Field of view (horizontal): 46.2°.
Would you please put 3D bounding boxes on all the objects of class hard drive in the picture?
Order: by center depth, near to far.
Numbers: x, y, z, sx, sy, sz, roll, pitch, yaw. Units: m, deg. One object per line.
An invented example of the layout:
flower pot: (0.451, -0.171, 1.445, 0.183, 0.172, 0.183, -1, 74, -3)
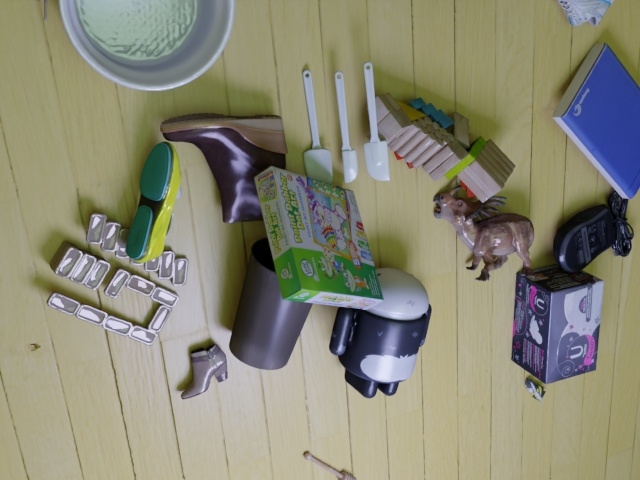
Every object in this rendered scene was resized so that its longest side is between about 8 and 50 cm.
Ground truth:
hard drive: (0.685, -0.273, 1.749, 0.319, 0.040, 0.210, 38, 79, -30)

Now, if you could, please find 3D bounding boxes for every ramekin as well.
ramekin: (-0.291, -0.394, 1.237, 0.277, 0.135, 0.277, -8, 111, -21)

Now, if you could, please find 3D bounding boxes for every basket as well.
basket: (-0.092, 0.130, 1.502, 0.154, 0.204, 0.226, 23, 111, 9)

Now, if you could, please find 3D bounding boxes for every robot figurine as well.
robot figurine: (0.132, 0.195, 1.620, 0.174, 0.209, 0.278, 16, 106, 15)

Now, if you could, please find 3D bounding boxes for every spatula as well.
spatula: (0.043, -0.223, 1.479, 0.168, 0.019, 0.241, -4, 113, 11)

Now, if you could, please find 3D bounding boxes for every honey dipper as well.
honey dipper: (0.021, 0.539, 1.773, 0.161, 0.030, 0.030, 38, 90, -25)

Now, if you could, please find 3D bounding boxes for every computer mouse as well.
computer mouse: (0.655, -0.009, 1.840, 0.272, 0.072, 0.188, -24, 115, -28)

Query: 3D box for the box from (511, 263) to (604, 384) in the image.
box: (0.579, 0.200, 1.833, 0.164, 0.142, 0.247, -10, 112, -20)

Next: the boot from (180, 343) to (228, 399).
boot: (-0.248, 0.266, 1.551, 0.119, 0.042, 0.086, -26, 110, -15)

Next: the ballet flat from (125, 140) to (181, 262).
ballet flat: (-0.295, -0.069, 1.378, 0.077, 0.077, 0.230, 4, 106, -56)

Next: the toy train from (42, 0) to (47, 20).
toy train: (-0.487, -0.473, 1.148, 0.144, 0.105, 0.247, 5, 106, -15)

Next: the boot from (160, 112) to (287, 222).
boot: (-0.177, -0.131, 1.407, 0.249, 0.090, 0.206, -4, 108, -27)

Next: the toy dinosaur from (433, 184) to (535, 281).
toy dinosaur: (0.403, -0.021, 1.693, 0.296, 0.127, 0.200, -1, 102, -30)

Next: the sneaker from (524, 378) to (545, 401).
sneaker: (0.560, 0.383, 1.958, 0.035, 0.031, 0.083, -47, 125, -18)

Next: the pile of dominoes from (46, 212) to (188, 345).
pile of dominoes: (-0.382, 0.072, 1.432, 0.251, 0.040, 0.196, 31, 90, -37)

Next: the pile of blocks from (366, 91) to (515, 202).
pile of blocks: (0.236, -0.197, 1.577, 0.362, 0.148, 0.113, 28, 139, -20)

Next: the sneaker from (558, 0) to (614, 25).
sneaker: (0.546, -0.506, 1.611, 0.191, 0.071, 0.082, 9, 110, -26)

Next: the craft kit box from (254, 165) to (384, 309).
craft kit box: (0.000, 0.000, 1.422, 0.061, 0.249, 0.247, -31, 154, 36)
